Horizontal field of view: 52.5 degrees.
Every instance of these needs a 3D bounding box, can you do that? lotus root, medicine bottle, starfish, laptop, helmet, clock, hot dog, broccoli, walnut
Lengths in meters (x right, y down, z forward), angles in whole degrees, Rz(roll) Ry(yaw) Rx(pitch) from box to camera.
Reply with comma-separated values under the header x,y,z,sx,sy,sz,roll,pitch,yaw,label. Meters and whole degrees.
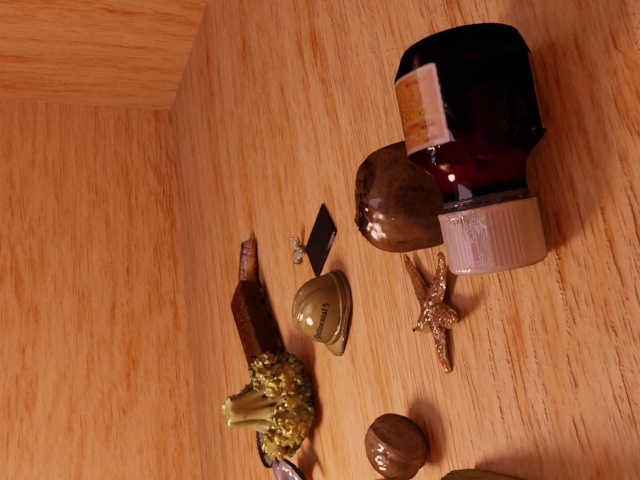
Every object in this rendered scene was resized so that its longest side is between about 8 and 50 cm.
x,y,z,sx,sy,sz,roll,pitch,yaw,label
0.165,-0.099,1.431,0.272,0.192,0.272,174,90,-71,lotus root
0.264,-0.141,1.110,0.242,0.243,0.395,167,97,-66,medicine bottle
0.245,0.127,1.403,0.231,0.048,0.295,106,155,-55,starfish
0.000,0.000,1.999,0.135,0.016,0.197,-112,33,-41,laptop
-0.014,0.213,1.881,0.204,0.137,0.257,-148,60,-63,helmet
-0.193,0.742,2.428,0.215,0.042,0.215,179,90,-66,clock
-0.294,0.117,2.612,0.131,0.069,0.252,-164,77,-75,hot dog
-0.178,0.531,2.082,0.293,0.281,0.347,-36,58,52,broccoli
0.170,0.468,1.474,0.162,0.140,0.140,-160,71,-76,walnut

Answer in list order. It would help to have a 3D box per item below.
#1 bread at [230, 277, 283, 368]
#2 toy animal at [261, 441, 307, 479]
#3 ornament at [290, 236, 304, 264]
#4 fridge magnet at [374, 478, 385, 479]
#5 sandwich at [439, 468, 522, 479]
x,y,z,sx,sy,sz,roll,pitch,yaw,label
-0.229,0.348,2.412,0.165,0.113,0.416,112,147,-42,bread
-0.098,0.757,2.091,0.176,0.255,0.239,-60,-10,-23,toy animal
-0.075,0.033,2.139,0.068,0.041,0.092,158,100,-71,ornament
0.151,0.667,1.613,0.143,0.063,0.143,-177,90,-67,fridge magnet
0.253,0.478,1.146,0.288,0.254,0.099,155,107,-67,sandwich
